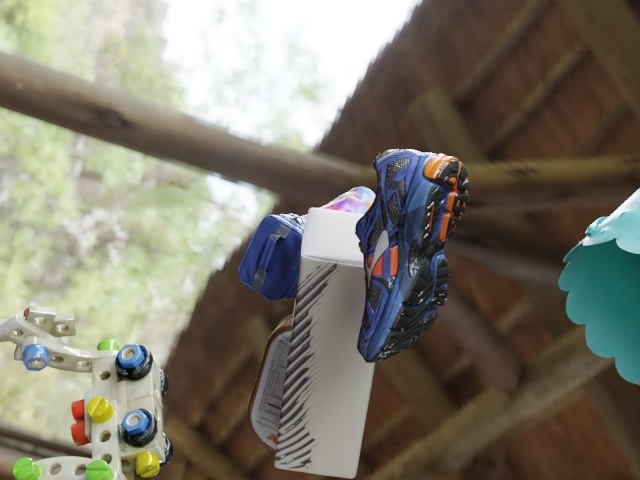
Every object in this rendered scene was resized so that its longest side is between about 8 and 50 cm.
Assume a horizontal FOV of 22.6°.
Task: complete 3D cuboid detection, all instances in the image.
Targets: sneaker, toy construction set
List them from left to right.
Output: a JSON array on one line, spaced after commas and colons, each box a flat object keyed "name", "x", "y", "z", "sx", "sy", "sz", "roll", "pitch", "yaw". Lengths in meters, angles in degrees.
[{"name": "toy construction set", "x": -0.300, "y": 0.228, "z": 1.986, "sx": 0.151, "sy": 0.215, "sz": 0.327, "roll": 60, "pitch": 16, "yaw": -62}, {"name": "sneaker", "x": 0.072, "y": 0.012, "z": 1.492, "sx": 0.083, "sy": 0.087, "sz": 0.221, "roll": -11, "pitch": 122, "yaw": -50}]

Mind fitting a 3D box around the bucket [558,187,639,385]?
[{"name": "bucket", "x": 0.460, "y": 0.054, "z": 2.028, "sx": 0.183, "sy": 0.281, "sz": 0.281, "roll": -45, "pitch": 176, "yaw": -27}]

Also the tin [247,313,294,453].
[{"name": "tin", "x": -0.024, "y": 0.169, "z": 1.844, "sx": 0.040, "sy": 0.106, "sz": 0.189, "roll": -41, "pitch": 152, "yaw": -57}]

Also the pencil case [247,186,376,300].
[{"name": "pencil case", "x": 0.000, "y": 0.000, "z": 2.404, "sx": 0.236, "sy": 0.104, "sz": 0.104, "roll": -30, "pitch": 157, "yaw": -40}]

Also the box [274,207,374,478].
[{"name": "box", "x": 0.013, "y": 0.112, "z": 1.705, "sx": 0.113, "sy": 0.094, "sz": 0.275, "roll": -81, "pitch": 178, "yaw": -61}]

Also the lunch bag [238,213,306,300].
[{"name": "lunch bag", "x": -0.041, "y": 0.016, "z": 1.764, "sx": 0.065, "sy": 0.067, "sz": 0.098, "roll": -8, "pitch": 126, "yaw": -61}]
